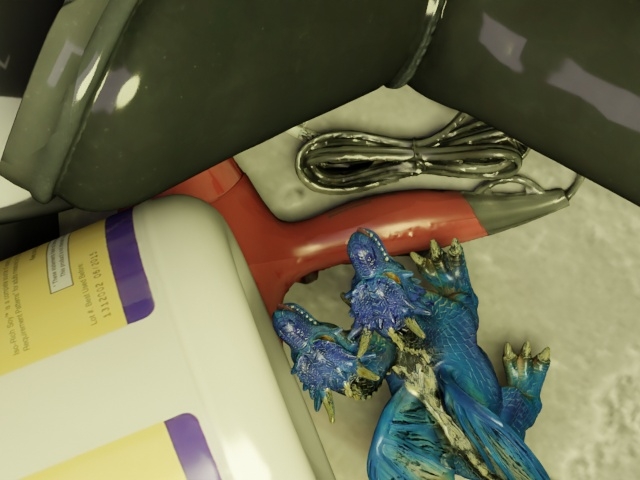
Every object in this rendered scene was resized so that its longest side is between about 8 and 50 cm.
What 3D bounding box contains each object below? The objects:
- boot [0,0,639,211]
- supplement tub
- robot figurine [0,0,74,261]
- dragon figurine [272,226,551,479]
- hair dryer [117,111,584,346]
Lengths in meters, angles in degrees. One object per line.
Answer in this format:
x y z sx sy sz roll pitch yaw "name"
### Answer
0.127 -0.048 0.882 0.445 0.367 0.146 31 138 3 "boot"
-0.163 0.141 0.899 0.331 0.241 0.241 -22 94 0 "supplement tub"
-0.203 -0.099 1.005 0.209 0.173 0.278 -9 98 -28 "robot figurine"
0.070 0.097 0.970 0.085 0.144 0.289 -24 117 20 "dragon figurine"
0.000 0.000 1.031 0.223 0.080 0.293 28 102 2 "hair dryer"
